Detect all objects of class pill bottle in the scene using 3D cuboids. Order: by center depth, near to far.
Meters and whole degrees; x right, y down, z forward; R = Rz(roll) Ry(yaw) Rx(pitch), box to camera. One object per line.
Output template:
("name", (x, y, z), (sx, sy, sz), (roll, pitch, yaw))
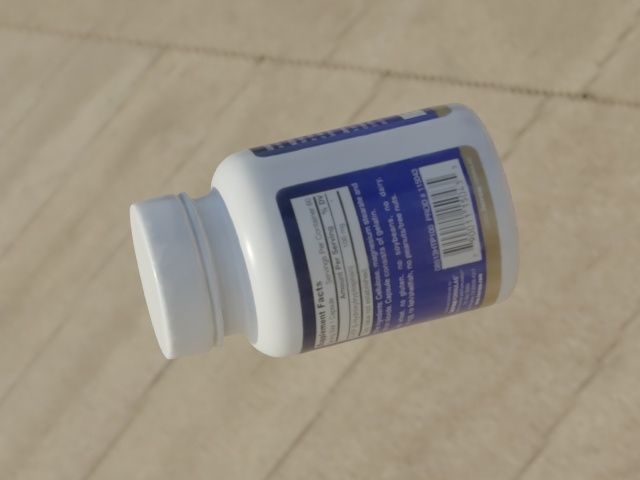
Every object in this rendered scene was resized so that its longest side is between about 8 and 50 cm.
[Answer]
("pill bottle", (0.000, 0.000, 1.012), (0.187, 0.112, 0.112), (-13, 26, -10))
